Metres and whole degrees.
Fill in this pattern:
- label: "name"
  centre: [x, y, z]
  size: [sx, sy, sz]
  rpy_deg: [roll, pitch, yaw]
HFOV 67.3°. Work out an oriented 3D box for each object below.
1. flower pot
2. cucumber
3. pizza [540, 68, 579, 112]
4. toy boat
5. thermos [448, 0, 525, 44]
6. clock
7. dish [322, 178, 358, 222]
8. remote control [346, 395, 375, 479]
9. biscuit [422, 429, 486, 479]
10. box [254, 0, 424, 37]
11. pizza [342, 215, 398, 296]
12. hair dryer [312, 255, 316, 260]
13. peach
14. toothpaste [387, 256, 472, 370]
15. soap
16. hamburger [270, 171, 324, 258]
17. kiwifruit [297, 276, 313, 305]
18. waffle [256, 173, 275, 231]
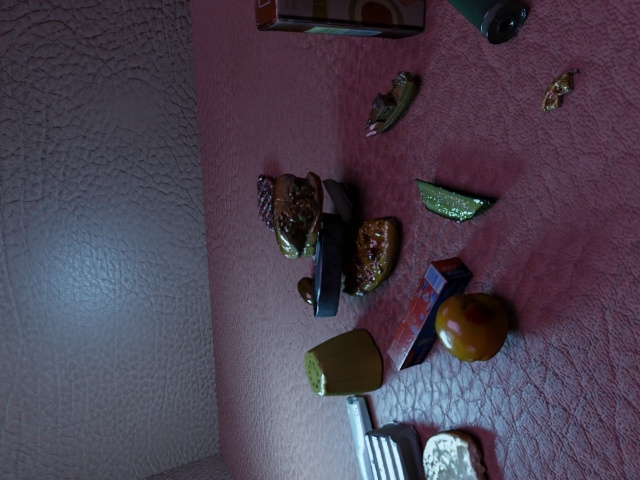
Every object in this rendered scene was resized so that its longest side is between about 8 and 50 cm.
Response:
- label: "flower pot"
  centre: [0.058, 0.371, 1.416]
  size: [0.195, 0.179, 0.195]
  rpy_deg: [34, 129, 57]
- label: "cucumber"
  centre: [0.279, -0.078, 1.002]
  size: [0.220, 0.046, 0.070]
  rpy_deg: [33, 128, 58]
- label: "pizza"
  centre: [0.384, -0.241, 0.777]
  size: [0.037, 0.016, 0.083]
  rpy_deg: [59, 144, 27]
- label: "toy boat"
  centre: [0.157, -0.317, 1.140]
  size: [0.206, 0.072, 0.064]
  rpy_deg: [-49, 52, 55]
- label: "thermos"
  centre: [0.285, -0.435, 0.867]
  size: [0.073, 0.083, 0.187]
  rpy_deg: [-47, 51, 31]
- label: "clock"
  centre: [0.019, 0.072, 1.402]
  size: [0.312, 0.061, 0.312]
  rpy_deg: [-177, 90, -86]
- label: "dish"
  centre: [0.072, -0.128, 1.374]
  size: [0.141, 0.078, 0.141]
  rpy_deg: [60, -174, -10]
- label: "remote control"
  centre: [0.135, 0.632, 1.481]
  size: [0.103, 0.051, 0.293]
  rpy_deg: [-33, 67, 62]
- label: "biscuit"
  centre: [0.315, 0.586, 1.122]
  size: [0.204, 0.040, 0.309]
  rpy_deg: [-10, 88, 63]
- label: "box"
  centre: [0.044, -0.626, 0.970]
  size: [0.122, 0.345, 0.385]
  rpy_deg: [28, 122, 60]
- label: "pizza"
  centre: [0.123, 0.048, 1.299]
  size: [0.161, 0.086, 0.305]
  rpy_deg: [62, 146, 35]
- label: "hair dryer"
  centre: [0.000, 0.000, 1.576]
  size: [0.082, 0.047, 0.137]
  rpy_deg: [58, 139, 40]
- label: "peach"
  centre: [0.294, 0.170, 0.937]
  size: [0.138, 0.138, 0.138]
  rpy_deg: [28, 122, 58]
- label: "toothpaste"
  centre: [0.243, 0.177, 1.109]
  size: [0.066, 0.076, 0.320]
  rpy_deg: [58, 144, 39]
- label: "soap"
  centre: [0.216, 0.630, 1.285]
  size: [0.150, 0.094, 0.261]
  rpy_deg: [-26, 73, 57]
- label: "hamburger"
  centre: [-0.063, -0.067, 1.340]
  size: [0.286, 0.146, 0.243]
  rpy_deg: [-100, 8, -71]
- label: "kiwifruit"
  centre: [-0.037, 0.176, 1.665]
  size: [0.124, 0.075, 0.075]
  rpy_deg: [46, 136, 44]
- label: "waffle"
  centre: [-0.204, -0.149, 1.921]
  size: [0.234, 0.055, 0.221]
  rpy_deg: [-137, 44, -58]
